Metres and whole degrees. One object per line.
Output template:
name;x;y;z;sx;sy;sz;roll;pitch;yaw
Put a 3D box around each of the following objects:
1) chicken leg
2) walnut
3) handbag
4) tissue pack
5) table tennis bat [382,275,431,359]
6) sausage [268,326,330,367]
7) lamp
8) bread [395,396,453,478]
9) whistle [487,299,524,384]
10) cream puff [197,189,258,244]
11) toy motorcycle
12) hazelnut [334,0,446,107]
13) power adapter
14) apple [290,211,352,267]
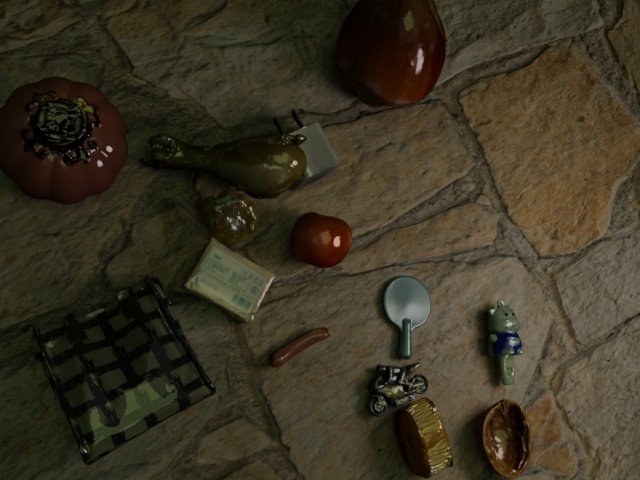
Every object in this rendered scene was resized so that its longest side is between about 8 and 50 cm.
chicken leg;-0.248;-0.206;1.667;0.428;0.201;0.153;8;58;1
walnut;0.499;0.549;1.813;0.167;0.087;0.212;2;79;-25
handbag;-0.457;0.290;1.505;0.325;0.162;0.327;-25;81;-24
tissue pack;-0.235;0.103;1.658;0.196;0.092;0.148;32;70;-11
table tennis bat;0.241;0.215;1.829;0.149;0.038;0.238;10;71;-18
sausage;-0.057;0.277;1.704;0.176;0.047;0.041;-28;104;-22
lamp;-0.605;-0.241;1.526;0.305;0.239;0.306;4;77;-19
bread;0.268;0.522;1.716;0.114;0.132;0.191;-18;82;-20
whistle;0.533;0.292;1.880;0.110;0.092;0.245;5;75;-29
cream puff;-0.245;-0.062;1.689;0.146;0.116;0.146;-7;103;-31
toy motorcycle;0.198;0.386;1.762;0.193;0.061;0.124;-22;84;-20
hazelnut;0.203;-0.551;1.820;0.315;0.372;0.373;6;76;-5
power adapter;-0.055;-0.260;1.783;0.130;0.125;0.205;-26;86;-21
apple;0.000;0.000;1.730;0.163;0.163;0.139;13;91;-16
